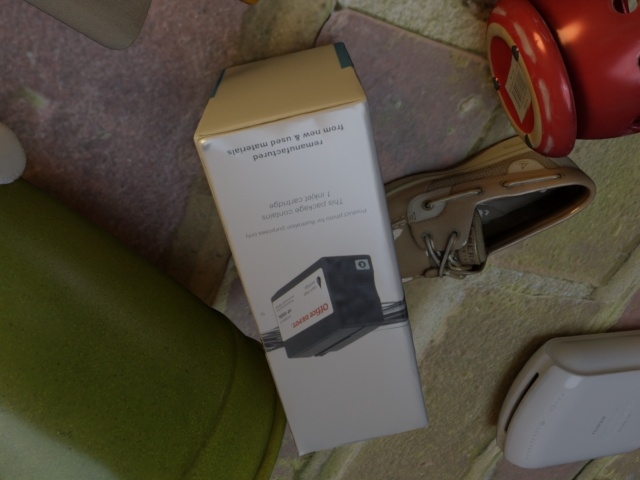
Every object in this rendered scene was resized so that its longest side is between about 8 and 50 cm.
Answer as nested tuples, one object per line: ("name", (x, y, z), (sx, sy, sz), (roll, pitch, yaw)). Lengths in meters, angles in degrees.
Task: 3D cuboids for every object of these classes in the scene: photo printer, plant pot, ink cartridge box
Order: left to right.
("plant pot", (-0.276, 0.115, 0.574), (0.366, 0.366, 0.353), (-32, 118, 5))
("ink cartridge box", (0.000, 0.000, 0.590), (0.129, 0.223, 0.307), (-12, 117, 2))
("photo printer", (0.458, 0.273, 1.092), (0.308, 0.107, 0.256), (-1, 126, -20))
("plant pot", (0.267, -0.188, 0.626), (0.174, 0.191, 0.191), (-20, 130, 5))

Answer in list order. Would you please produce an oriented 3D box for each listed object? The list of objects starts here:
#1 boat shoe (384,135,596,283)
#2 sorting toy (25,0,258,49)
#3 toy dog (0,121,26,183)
("boat shoe", (0.154, -0.017, 0.757), (0.341, 0.110, 0.121), (-28, 130, 1))
("sorting toy", (-0.182, -0.262, 0.447), (0.348, 0.047, 0.196), (25, 85, -45))
("toy dog", (-0.311, -0.094, 0.428), (0.220, 0.333, 0.161), (8, 144, 4))
